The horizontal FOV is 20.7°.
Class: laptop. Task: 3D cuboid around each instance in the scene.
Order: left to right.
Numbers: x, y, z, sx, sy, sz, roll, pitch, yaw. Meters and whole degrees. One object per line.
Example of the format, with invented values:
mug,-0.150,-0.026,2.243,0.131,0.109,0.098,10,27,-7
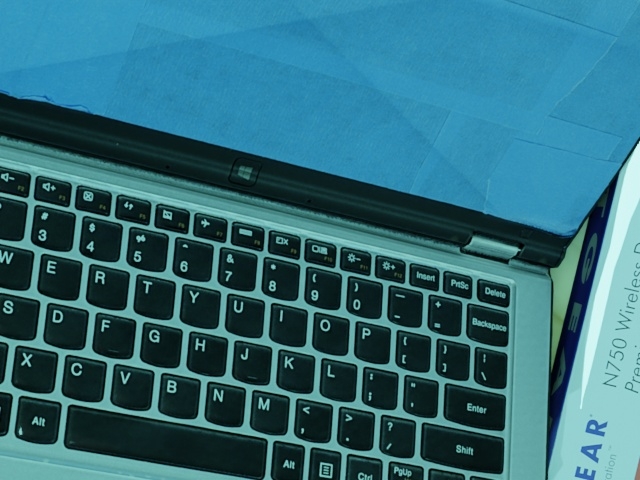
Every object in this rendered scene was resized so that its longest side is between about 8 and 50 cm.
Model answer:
laptop,0.000,0.000,0.757,0.382,0.236,0.408,13,70,-24

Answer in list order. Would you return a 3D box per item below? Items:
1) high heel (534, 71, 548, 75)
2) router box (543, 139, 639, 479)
high heel,0.139,-0.161,0.959,0.082,0.117,0.244,36,67,-15
router box,0.286,0.054,0.943,0.301,0.082,0.335,14,91,1
